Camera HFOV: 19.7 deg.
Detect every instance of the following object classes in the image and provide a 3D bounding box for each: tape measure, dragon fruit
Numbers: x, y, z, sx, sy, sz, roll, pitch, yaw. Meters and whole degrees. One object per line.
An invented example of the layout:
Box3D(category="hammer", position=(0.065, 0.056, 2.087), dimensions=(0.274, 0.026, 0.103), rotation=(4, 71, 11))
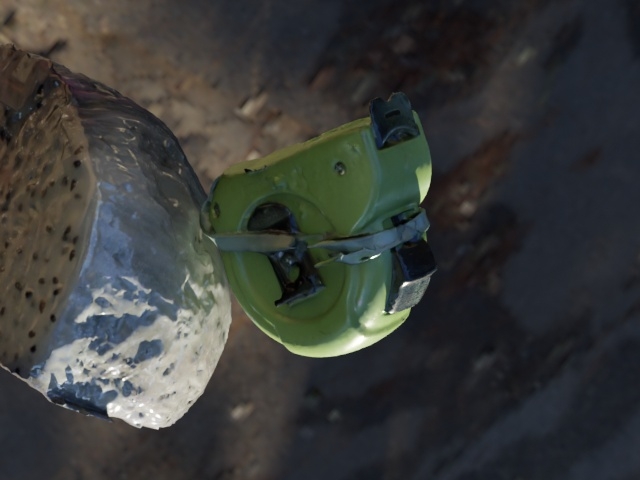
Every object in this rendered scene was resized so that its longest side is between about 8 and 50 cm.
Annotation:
Box3D(category="tape measure", position=(0.000, 0.000, 1.223), dimensions=(0.177, 0.154, 0.087), rotation=(-16, -175, 43))
Box3D(category="dragon fruit", position=(-0.167, -0.003, 1.355), dimensions=(0.221, 0.283, 0.204), rotation=(28, 92, -42))
